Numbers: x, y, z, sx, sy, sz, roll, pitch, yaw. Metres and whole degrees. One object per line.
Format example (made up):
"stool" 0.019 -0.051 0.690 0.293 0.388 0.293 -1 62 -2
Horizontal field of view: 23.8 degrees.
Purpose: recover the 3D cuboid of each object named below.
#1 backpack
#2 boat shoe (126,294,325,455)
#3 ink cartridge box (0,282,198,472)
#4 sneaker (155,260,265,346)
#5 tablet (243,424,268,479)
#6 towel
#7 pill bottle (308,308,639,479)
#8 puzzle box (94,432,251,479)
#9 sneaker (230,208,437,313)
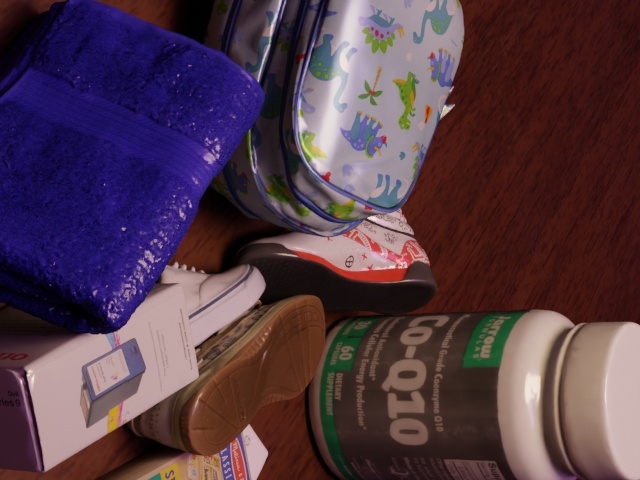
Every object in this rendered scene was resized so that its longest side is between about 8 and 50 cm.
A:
"backpack" 0.005 -0.183 1.583 0.290 0.273 0.355 30 91 -49
"boat shoe" -0.086 0.126 1.551 0.285 0.089 0.104 -31 120 -56
"ink cartridge box" -0.228 0.109 1.271 0.212 0.154 0.093 -27 112 -56
"sneaker" -0.135 0.057 1.483 0.091 0.094 0.258 56 26 -1
"tablet" -0.084 0.220 1.619 0.083 0.006 0.054 61 40 -34
"towel" -0.202 -0.076 1.276 0.076 0.228 0.308 99 14 -50
"pill bottle" 0.186 0.180 1.713 0.204 0.361 0.204 10 78 -57
"puzzle box" -0.135 0.409 1.480 0.272 0.052 0.409 -24 107 -56
"sneaker" 0.000 0.001 1.710 0.270 0.090 0.145 8 47 -35
